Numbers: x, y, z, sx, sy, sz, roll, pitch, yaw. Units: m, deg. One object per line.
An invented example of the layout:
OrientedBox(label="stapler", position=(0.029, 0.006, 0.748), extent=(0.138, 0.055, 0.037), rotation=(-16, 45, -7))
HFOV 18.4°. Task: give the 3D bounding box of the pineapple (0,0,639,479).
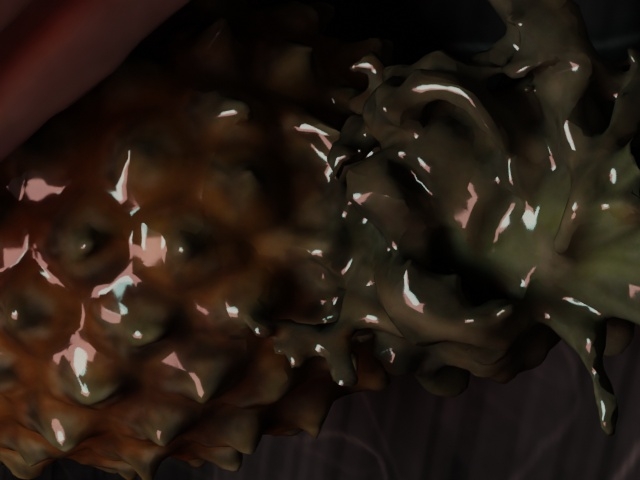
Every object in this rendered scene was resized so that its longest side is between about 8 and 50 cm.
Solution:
OrientedBox(label="pineapple", position=(0.000, 0.000, 0.567), extent=(0.361, 0.175, 0.175), rotation=(7, 114, 31))

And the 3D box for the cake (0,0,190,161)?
OrientedBox(label="cake", position=(-0.179, -0.198, 0.487), extent=(0.307, 0.293, 0.314), rotation=(43, 167, 39))
